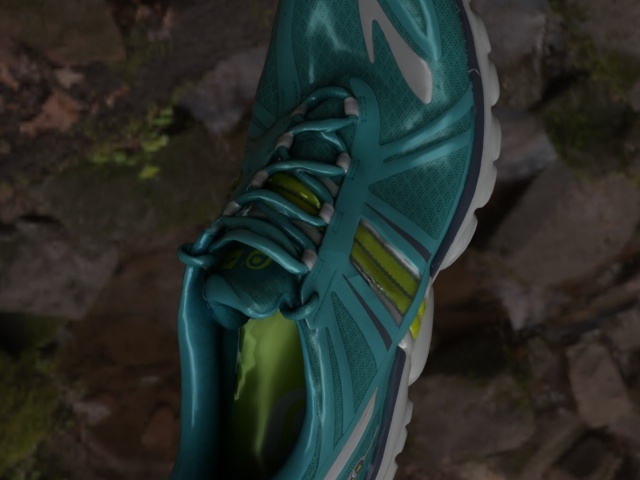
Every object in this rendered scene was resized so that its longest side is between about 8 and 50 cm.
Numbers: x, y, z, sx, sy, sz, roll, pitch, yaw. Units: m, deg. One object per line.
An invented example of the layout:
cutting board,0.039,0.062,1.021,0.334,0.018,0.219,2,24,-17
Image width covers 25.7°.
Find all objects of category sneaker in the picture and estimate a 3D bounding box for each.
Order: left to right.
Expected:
sneaker,0.000,0.000,0.560,0.107,0.275,0.110,9,180,27
